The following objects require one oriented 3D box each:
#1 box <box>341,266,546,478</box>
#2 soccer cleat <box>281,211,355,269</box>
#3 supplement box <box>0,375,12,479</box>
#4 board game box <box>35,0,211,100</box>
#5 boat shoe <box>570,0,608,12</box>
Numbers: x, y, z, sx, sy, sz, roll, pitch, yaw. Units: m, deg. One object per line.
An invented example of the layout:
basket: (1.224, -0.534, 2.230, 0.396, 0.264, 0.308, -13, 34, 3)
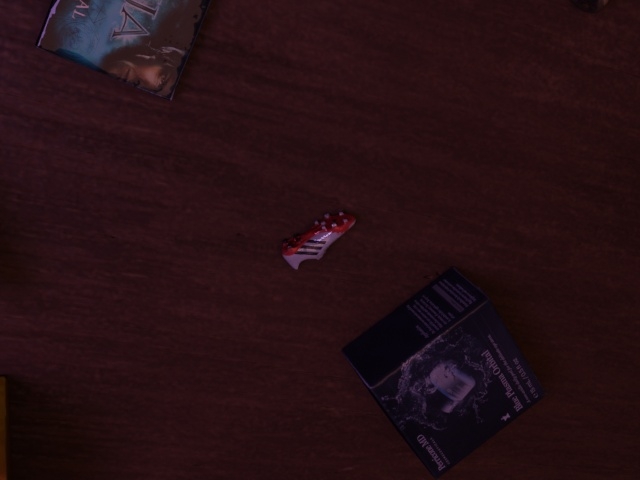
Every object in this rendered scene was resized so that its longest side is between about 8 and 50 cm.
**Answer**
box: (0.136, 0.145, 0.990, 0.158, 0.093, 0.156, -36, 117, -3)
soccer cleat: (0.000, 0.000, 0.925, 0.083, 0.029, 0.035, -29, 125, -5)
supplement box: (-0.375, 0.328, 0.813, 0.194, 0.195, 0.356, -2, 109, -19)
board game box: (-0.154, -0.230, 0.785, 0.126, 0.026, 0.186, 19, 102, -24)
boat shoe: (0.260, -0.314, 0.888, 0.060, 0.064, 0.178, -35, 123, -11)
